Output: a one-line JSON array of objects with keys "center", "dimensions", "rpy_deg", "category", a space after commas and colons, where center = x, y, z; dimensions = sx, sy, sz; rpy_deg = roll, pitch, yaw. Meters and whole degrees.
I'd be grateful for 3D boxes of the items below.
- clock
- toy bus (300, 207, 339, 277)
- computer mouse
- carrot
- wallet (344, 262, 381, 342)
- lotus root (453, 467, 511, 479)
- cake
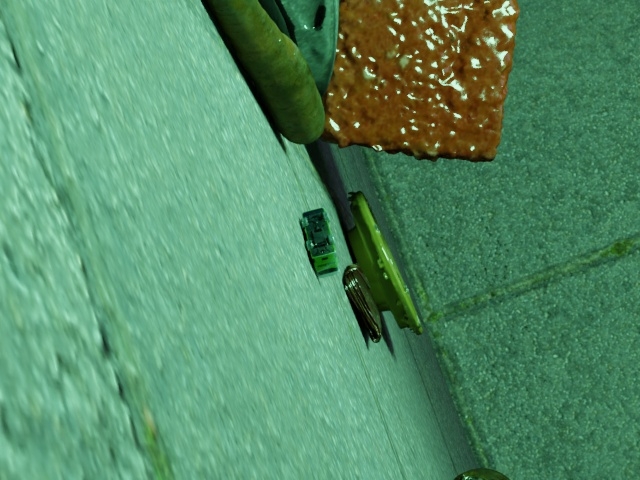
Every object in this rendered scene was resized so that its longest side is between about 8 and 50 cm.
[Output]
[{"center": [0.086, 0.040, 2.077], "dimensions": [0.237, 0.057, 0.237], "rpy_deg": [-23, 90, -86], "category": "clock"}, {"center": [0.000, 0.000, 1.481], "dimensions": [0.083, 0.031, 0.037], "rpy_deg": [-104, 178, -54], "category": "toy bus"}, {"center": [-0.048, -0.351, 1.693], "dimensions": [0.203, 0.114, 0.374], "rpy_deg": [36, -29, 62], "category": "computer mouse"}, {"center": [-0.059, -0.204, 1.495], "dimensions": [0.342, 0.070, 0.070], "rpy_deg": [57, 13, -61], "category": "carrot"}, {"center": [0.058, 0.077, 1.801], "dimensions": [0.176, 0.026, 0.095], "rpy_deg": [-45, 112, -85], "category": "wallet"}, {"center": [0.231, 0.379, 1.931], "dimensions": [0.209, 0.120, 0.120], "rpy_deg": [67, 5, -51], "category": "lotus root"}, {"center": [0.123, -0.264, 2.060], "dimensions": [0.319, 0.269, 0.270], "rpy_deg": [-128, -134, -81], "category": "cake"}]
